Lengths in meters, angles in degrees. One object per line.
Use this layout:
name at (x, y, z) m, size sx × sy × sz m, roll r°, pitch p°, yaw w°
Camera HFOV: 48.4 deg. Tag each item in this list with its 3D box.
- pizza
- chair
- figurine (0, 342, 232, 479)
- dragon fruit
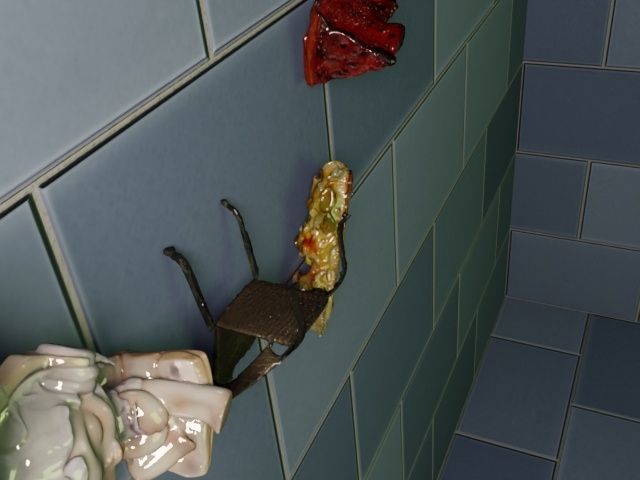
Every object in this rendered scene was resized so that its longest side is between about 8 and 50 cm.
pizza at (0.000, 0.000, 0.956) m, size 0.147 × 0.069 × 0.226 m, roll -77°, pitch 176°, yaw -78°
chair at (-0.061, 0.077, 0.746) m, size 0.174 × 0.149 × 0.213 m, roll -52°, pitch 150°, yaw -50°
figurine at (-0.173, 0.150, 0.502) m, size 0.237 × 0.141 × 0.162 m, roll -5°, pitch 99°, yaw -66°
dragon fruit at (0.051, -0.280, 0.886) m, size 0.192 × 0.122 × 0.092 m, roll -53°, pitch 131°, yaw -42°
